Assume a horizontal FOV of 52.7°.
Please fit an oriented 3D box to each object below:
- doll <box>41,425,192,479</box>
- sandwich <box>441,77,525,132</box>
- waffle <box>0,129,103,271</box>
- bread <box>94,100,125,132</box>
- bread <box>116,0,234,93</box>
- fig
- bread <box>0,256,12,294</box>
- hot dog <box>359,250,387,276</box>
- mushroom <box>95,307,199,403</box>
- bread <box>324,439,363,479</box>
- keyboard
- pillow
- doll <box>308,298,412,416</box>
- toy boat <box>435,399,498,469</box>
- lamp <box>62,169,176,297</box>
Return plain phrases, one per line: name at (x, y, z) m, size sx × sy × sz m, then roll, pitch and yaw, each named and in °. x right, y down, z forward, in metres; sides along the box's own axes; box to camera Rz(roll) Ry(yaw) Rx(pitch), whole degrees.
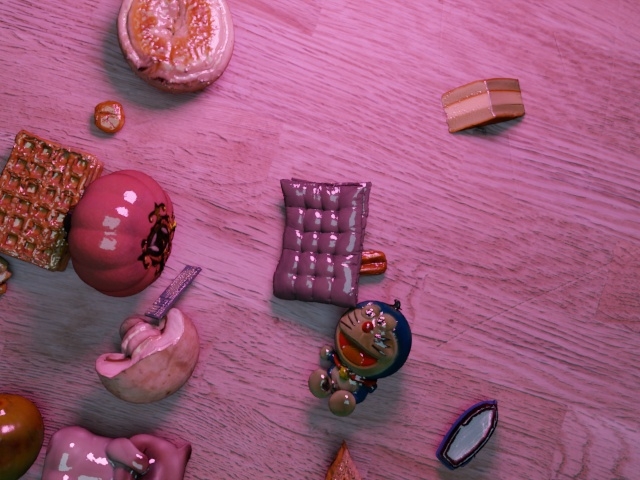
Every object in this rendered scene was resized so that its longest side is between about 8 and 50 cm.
doll at (-0.514, 0.570, 1.567) m, size 0.371 × 0.226 × 0.214 m, roll 0°, pitch 55°, yaw -3°
sandwich at (0.455, -0.376, 1.794) m, size 0.187 × 0.144 × 0.117 m, roll -13°, pitch 92°, yaw -43°
waffle at (-0.693, -0.097, 1.607) m, size 0.213 × 0.091 × 0.307 m, roll 21°, pitch 87°, yaw -6°
bread at (-0.538, -0.316, 1.650) m, size 0.081 × 0.046 × 0.083 m, roll 27°, pitch 85°, yaw -9°
bread at (-0.360, -0.514, 1.618) m, size 0.306 × 0.159 × 0.305 m, roll 0°, pitch 88°, yaw -11°
fig at (-0.769, 0.486, 1.537) m, size 0.208 × 0.207 × 0.229 m, roll 7°, pitch 88°, yaw -7°
bread at (-0.846, 0.088, 1.599) m, size 0.157 × 0.064 × 0.117 m, roll -11°, pitch 92°, yaw -6°
hot dog at (0.101, 0.064, 1.730) m, size 0.165 × 0.045 × 0.071 m, roll -6°, pitch 89°, yaw -7°
mushroom at (-0.418, 0.297, 1.609) m, size 0.254 × 0.195 × 0.188 m, roll -32°, pitch 125°, yaw -22°
bread at (0.134, 0.723, 1.631) m, size 0.279 × 0.248 × 0.315 m, roll 21°, pitch 100°, yaw -12°
keyboard at (-0.371, 0.128, 1.630) m, size 0.176 × 0.055 × 0.014 m, roll -53°, pitch 134°, yaw -32°
pillow at (0.000, 0.000, 1.665) m, size 0.228 × 0.101 × 0.325 m, roll 6°, pitch 91°, yaw 18°
doll at (0.112, 0.285, 1.665) m, size 0.198 × 0.186 × 0.321 m, roll 42°, pitch 104°, yaw 25°
toy boat at (0.404, 0.518, 1.742) m, size 0.100 × 0.097 × 0.223 m, roll 41°, pitch 86°, yaw 9°
lamp at (-0.484, -0.019, 1.538) m, size 0.240 × 0.305 × 0.305 m, roll 7°, pitch 89°, yaw 11°
